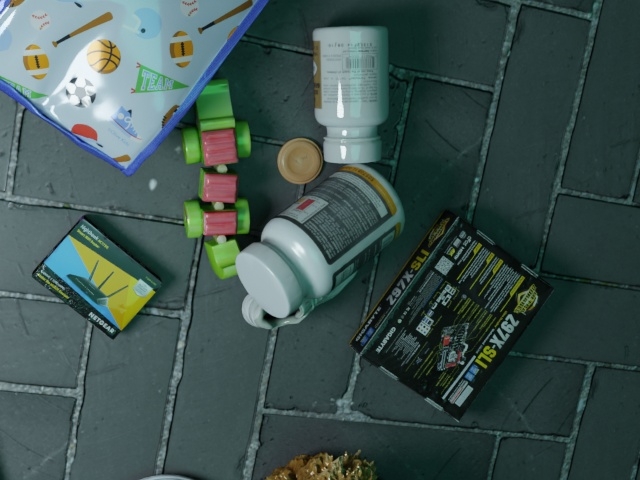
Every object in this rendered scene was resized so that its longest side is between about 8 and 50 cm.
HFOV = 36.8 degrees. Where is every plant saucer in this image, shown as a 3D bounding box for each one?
[{"bbox_3d":[-0.036,-0.142,1.721,0.083,0.013,0.084,-3,102,-15],"label":"plant saucer"}]

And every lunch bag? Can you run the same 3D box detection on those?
[{"bbox_3d":[-0.316,-0.340,1.493,0.327,0.239,0.386,36,84,-20],"label":"lunch bag"}]

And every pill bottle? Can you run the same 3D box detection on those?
[{"bbox_3d":[0.000,0.000,1.640,0.278,0.162,0.162,-37,109,-28],"label":"pill bottle"},{"bbox_3d":[0.054,-0.253,1.659,0.131,0.131,0.229,-4,102,-14],"label":"pill bottle"}]

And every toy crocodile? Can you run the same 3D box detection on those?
[{"bbox_3d":[-0.174,-0.104,1.644,0.115,0.105,0.341,-3,102,-14],"label":"toy crocodile"}]

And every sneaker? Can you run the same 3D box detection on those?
[{"bbox_3d":[-0.024,0.098,1.720,0.232,0.115,0.090,-32,108,-6],"label":"sneaker"}]

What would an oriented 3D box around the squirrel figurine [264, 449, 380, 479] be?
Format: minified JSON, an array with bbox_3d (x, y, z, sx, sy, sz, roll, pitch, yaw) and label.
[{"bbox_3d":[0.059,0.562,1.704,0.281,0.370,0.397,-37,108,-4],"label":"squirrel figurine"}]

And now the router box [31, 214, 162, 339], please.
[{"bbox_3d":[-0.383,0.064,1.655,0.179,0.046,0.133,41,89,-18],"label":"router box"}]

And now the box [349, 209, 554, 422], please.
[{"bbox_3d":[0.249,0.143,1.823,0.257,0.079,0.322,35,91,-20],"label":"box"}]

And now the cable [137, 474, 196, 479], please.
[{"bbox_3d":[-0.289,0.553,1.759,0.257,0.089,0.257,-23,106,-9],"label":"cable"}]
